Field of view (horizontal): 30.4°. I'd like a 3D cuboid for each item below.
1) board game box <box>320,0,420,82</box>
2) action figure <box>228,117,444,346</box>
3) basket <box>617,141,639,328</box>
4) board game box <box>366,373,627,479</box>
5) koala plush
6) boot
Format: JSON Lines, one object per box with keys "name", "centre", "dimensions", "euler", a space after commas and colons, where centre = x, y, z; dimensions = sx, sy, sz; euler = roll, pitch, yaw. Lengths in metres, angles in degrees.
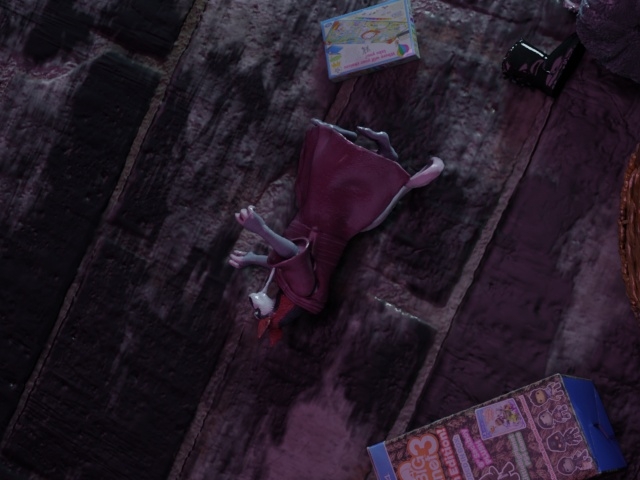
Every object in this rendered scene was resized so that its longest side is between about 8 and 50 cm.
{"name": "board game box", "centre": [0.081, -0.331, 1.946], "dimensions": [0.154, 0.026, 0.103], "euler": [-12, 77, 21]}
{"name": "action figure", "centre": [0.000, 0.000, 1.870], "dimensions": [0.275, 0.248, 0.370], "euler": [19, 88, -2]}
{"name": "basket", "centre": [0.563, 0.005, 1.646], "dimensions": [0.213, 0.223, 0.299], "euler": [-16, 73, 55]}
{"name": "board game box", "centre": [0.253, 0.306, 1.655], "dimensions": [0.291, 0.232, 0.141], "euler": [-25, 73, 19]}
{"name": "koala plush", "centre": [0.441, -0.367, 1.713], "dimensions": [0.196, 0.203, 0.221], "euler": [-60, 31, 37]}
{"name": "boot", "centre": [0.344, -0.284, 1.818], "dimensions": [0.099, 0.045, 0.121], "euler": [32, 93, 30]}
